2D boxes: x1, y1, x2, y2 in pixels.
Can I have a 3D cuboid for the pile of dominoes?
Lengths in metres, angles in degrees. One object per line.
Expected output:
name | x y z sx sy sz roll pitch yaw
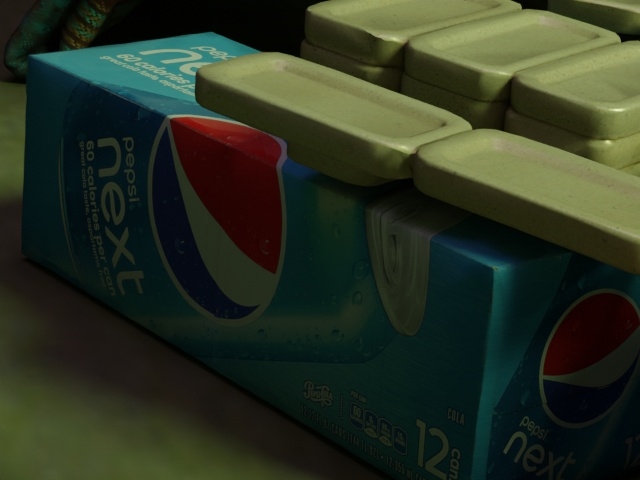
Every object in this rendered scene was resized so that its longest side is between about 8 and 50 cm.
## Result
pile of dominoes | 0.112 -0.006 0.439 0.251 0.040 0.196 23 27 33

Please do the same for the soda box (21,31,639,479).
soda box | 0.000 0.000 0.550 0.071 0.067 0.210 -10 23 -37

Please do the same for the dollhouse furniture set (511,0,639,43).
dollhouse furniture set | 0.152 -0.111 0.907 0.197 0.151 0.301 -3 48 -2

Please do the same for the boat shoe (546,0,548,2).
boat shoe | 0.132 -0.191 0.815 0.095 0.095 0.257 8 49 15

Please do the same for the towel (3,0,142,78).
towel | -0.008 -0.214 0.930 0.040 0.271 0.370 40 21 -5
